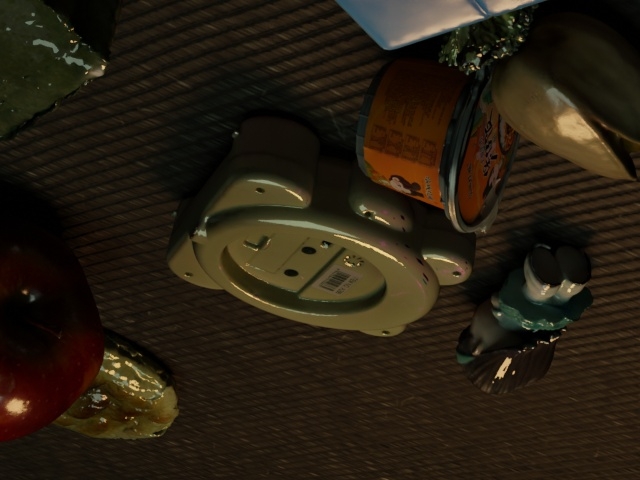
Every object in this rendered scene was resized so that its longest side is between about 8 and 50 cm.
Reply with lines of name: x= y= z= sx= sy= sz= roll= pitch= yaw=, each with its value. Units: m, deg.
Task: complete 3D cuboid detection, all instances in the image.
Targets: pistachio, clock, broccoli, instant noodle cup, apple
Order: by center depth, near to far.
broccoli: x=0.101 y=-0.240 z=1.417 sx=0.204 sy=0.118 sz=0.122 roll=35 pitch=176 yaw=-6
pistachio: x=0.251 y=-0.132 z=1.483 sx=0.206 sy=0.131 sz=0.129 roll=30 pitch=120 yaw=-31
instant noodle cup: x=0.112 y=-0.108 z=1.559 sx=0.126 sy=0.177 sz=0.208 roll=15 pitch=120 yaw=22
clock: x=0.000 y=0.000 z=1.817 sx=0.310 sy=0.114 sz=0.284 roll=20 pitch=147 yaw=-16
apple: x=-0.426 y=0.107 z=1.978 sx=0.288 sy=0.288 sz=0.317 roll=32 pitch=157 yaw=-28

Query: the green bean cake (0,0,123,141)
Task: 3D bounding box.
green bean cake: x=-0.346 y=-0.224 z=1.558 sx=0.241 sy=0.132 sz=0.255 roll=30 pitch=143 yaw=-27

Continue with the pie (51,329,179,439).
pie: x=-0.349 y=0.213 z=2.321 sx=0.306 sy=0.071 sz=0.306 roll=8 pitch=148 yaw=5

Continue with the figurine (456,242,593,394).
figurine: x=0.252 y=0.096 z=1.886 sx=0.138 sy=0.110 sz=0.245 roll=-3 pitch=148 yaw=-20

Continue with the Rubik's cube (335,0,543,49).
Rubik's cube: x=0.097 y=-0.347 z=1.042 sx=0.290 sy=0.291 sz=0.292 roll=-14 pitch=139 yaw=37
